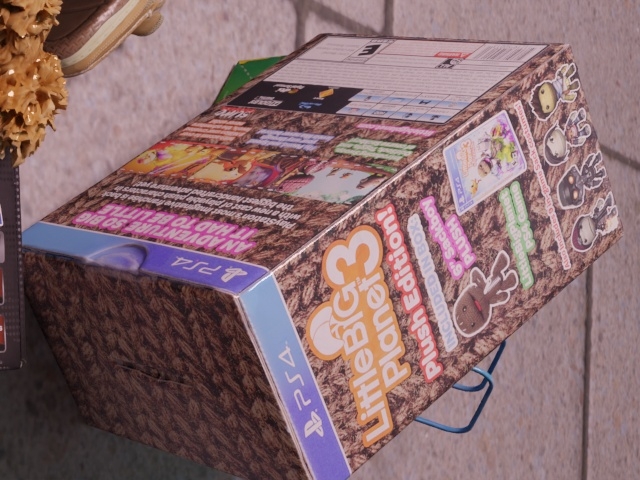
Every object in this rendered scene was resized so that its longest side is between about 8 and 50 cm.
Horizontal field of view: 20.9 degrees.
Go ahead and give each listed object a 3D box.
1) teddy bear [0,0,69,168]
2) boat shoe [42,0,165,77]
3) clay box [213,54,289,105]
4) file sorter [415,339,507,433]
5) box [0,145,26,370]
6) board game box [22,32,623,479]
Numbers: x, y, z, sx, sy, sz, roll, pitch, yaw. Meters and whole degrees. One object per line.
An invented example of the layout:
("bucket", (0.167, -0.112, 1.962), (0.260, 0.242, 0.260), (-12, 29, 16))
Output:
("teddy bear", (-0.177, -0.194, 0.872), (0.245, 0.113, 0.338), (12, 84, -60))
("boat shoe", (-0.124, -0.160, 1.127), (0.190, 0.068, 0.072), (-62, 147, -38))
("clay box", (-0.015, -0.012, 1.284), (0.222, 0.053, 0.127), (56, 45, -36))
("file sorter", (0.098, 0.048, 1.358), (0.118, 0.104, 0.170), (105, 5, -58))
("box", (-0.268, -0.033, 0.898), (0.270, 0.060, 0.216), (2, 86, -57))
("board game box", (0.000, 0.000, 1.077), (0.291, 0.232, 0.141), (-37, 119, -31))
